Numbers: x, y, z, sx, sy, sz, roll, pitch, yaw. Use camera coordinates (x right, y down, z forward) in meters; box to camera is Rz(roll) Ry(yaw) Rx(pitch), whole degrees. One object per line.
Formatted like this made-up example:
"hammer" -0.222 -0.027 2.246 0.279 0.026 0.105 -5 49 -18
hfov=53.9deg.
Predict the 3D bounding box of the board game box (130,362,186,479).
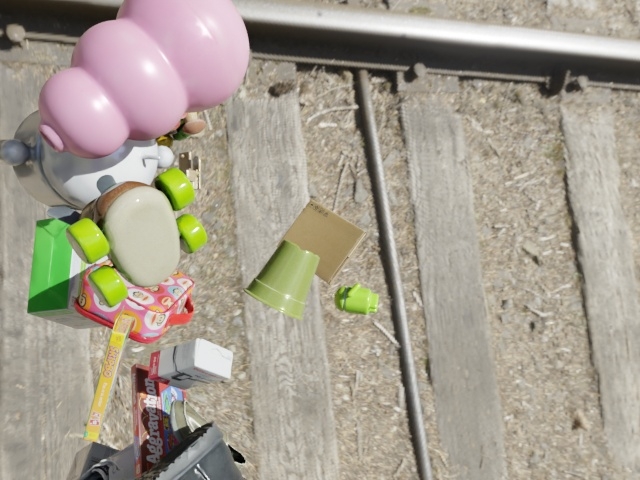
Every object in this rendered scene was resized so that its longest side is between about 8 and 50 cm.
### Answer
"board game box" -0.371 0.428 1.471 0.145 0.027 0.281 27 34 -40

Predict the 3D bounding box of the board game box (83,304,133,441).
"board game box" -0.440 0.272 1.315 0.039 0.124 0.260 13 98 -12

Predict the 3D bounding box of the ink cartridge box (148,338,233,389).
"ink cartridge box" -0.282 0.272 1.372 0.109 0.150 0.063 34 46 -43

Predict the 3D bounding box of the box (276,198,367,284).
"box" 0.000 0.000 1.649 0.201 0.021 0.164 33 84 33

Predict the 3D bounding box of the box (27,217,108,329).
"box" -0.672 0.093 1.740 0.126 0.231 0.262 -7 71 10

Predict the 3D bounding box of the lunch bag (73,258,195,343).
"lunch bag" -0.434 0.138 1.566 0.258 0.293 0.120 24 105 2

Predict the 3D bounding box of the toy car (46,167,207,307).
"toy car" -0.272 -0.033 0.825 0.188 0.149 0.155 31 54 34

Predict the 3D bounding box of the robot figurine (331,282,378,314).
"robot figurine" 0.086 0.150 1.574 0.115 0.101 0.067 7 63 8

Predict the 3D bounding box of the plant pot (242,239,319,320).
"plant pot" -0.040 0.044 0.769 0.083 0.083 0.079 28 88 -12

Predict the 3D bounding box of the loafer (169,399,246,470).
"loafer" -0.252 0.445 1.429 0.087 0.094 0.251 -28 117 5

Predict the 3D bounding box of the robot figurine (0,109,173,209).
"robot figurine" -0.422 -0.153 1.130 0.300 0.353 0.200 -8 98 -39

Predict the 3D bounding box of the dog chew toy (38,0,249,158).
"dog chew toy" -0.265 -0.244 0.928 0.332 0.206 0.206 -44 96 -20

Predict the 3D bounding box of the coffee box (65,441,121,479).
"coffee box" -0.531 0.635 1.679 0.246 0.141 0.098 30 49 -24

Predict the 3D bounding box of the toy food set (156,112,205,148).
"toy food set" -0.307 -0.245 1.333 0.128 0.218 0.071 -7 70 -49

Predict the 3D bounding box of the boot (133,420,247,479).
"boot" -0.212 0.638 1.206 0.367 0.146 0.445 -35 93 -38

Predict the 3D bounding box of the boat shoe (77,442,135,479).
"boat shoe" -0.473 0.532 1.395 0.095 0.084 0.258 19 41 24

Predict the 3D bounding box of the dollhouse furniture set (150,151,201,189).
"dollhouse furniture set" -0.444 -0.221 1.919 0.151 0.144 0.123 1 88 -49
